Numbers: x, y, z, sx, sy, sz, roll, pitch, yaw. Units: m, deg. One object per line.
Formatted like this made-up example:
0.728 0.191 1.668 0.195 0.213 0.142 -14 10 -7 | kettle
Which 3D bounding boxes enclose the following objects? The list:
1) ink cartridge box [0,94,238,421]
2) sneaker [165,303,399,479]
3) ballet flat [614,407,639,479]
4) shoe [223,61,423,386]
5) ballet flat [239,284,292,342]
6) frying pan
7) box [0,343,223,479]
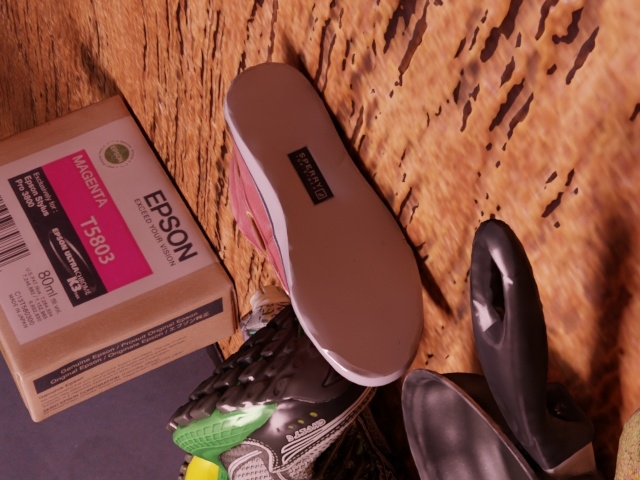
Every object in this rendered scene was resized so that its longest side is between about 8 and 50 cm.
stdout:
-0.208 0.009 1.207 0.234 0.193 0.088 56 162 28 | ink cartridge box
0.003 0.131 0.849 0.146 0.134 0.343 43 162 14 | sneaker
0.155 0.203 0.381 0.348 0.123 0.123 58 165 26 | ballet flat
0.000 0.000 0.715 0.081 0.064 0.178 96 151 -67 | shoe
-0.037 0.052 0.986 0.041 0.041 0.114 63 165 5 | ballet flat
0.079 0.087 0.582 0.197 0.053 0.326 43 155 57 | frying pan
-0.385 0.163 1.532 0.297 0.480 0.472 67 167 -17 | box
